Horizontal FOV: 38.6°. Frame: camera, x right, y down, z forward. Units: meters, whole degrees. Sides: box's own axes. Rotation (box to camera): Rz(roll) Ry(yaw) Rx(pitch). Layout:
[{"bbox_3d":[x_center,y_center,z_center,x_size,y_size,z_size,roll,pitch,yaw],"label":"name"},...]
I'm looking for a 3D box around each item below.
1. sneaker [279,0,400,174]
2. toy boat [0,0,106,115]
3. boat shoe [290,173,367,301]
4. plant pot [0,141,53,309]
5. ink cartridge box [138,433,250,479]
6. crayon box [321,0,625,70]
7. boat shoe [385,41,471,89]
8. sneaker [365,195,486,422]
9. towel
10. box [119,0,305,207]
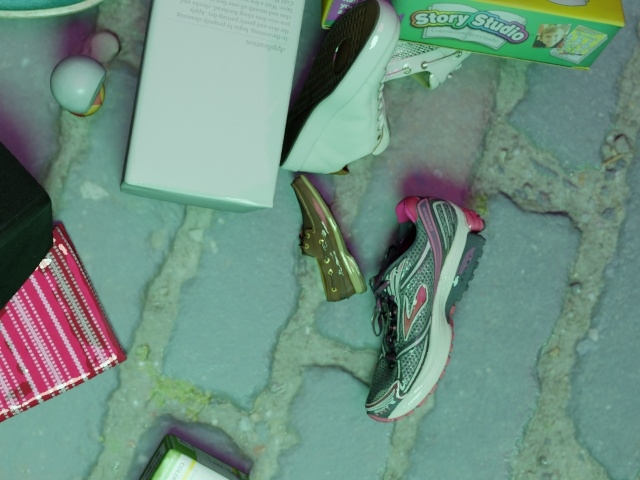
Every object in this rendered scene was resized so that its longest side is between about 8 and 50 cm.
[{"bbox_3d":[0.049,-0.179,1.118,0.123,0.290,0.106,11,58,-19],"label":"sneaker"},{"bbox_3d":[-0.316,-0.300,1.080,0.267,0.148,0.318,-16,93,-12],"label":"toy boat"},{"bbox_3d":[0.000,0.000,1.196,0.060,0.064,0.178,-26,101,-1],"label":"boat shoe"},{"bbox_3d":[-0.408,-0.020,1.030,0.187,0.188,0.167,45,62,11],"label":"plant pot"},{"bbox_3d":[-0.128,0.390,1.148,0.255,0.097,0.189,31,83,-10],"label":"ink cartridge box"},{"bbox_3d":[0.183,-0.395,1.167,0.362,0.106,0.313,6,65,-13],"label":"crayon box"},{"bbox_3d":[0.142,-0.251,1.223,0.277,0.098,0.096,-14,108,-16],"label":"boat shoe"},{"bbox_3d":[0.111,0.088,1.192,0.112,0.121,0.299,20,82,-20],"label":"sneaker"},{"bbox_3d":[-0.403,0.121,1.118,0.274,0.031,0.199,-26,96,-12],"label":"towel"},{"bbox_3d":[-0.128,-0.216,1.090,0.168,0.215,0.345,10,88,-13],"label":"box"}]
